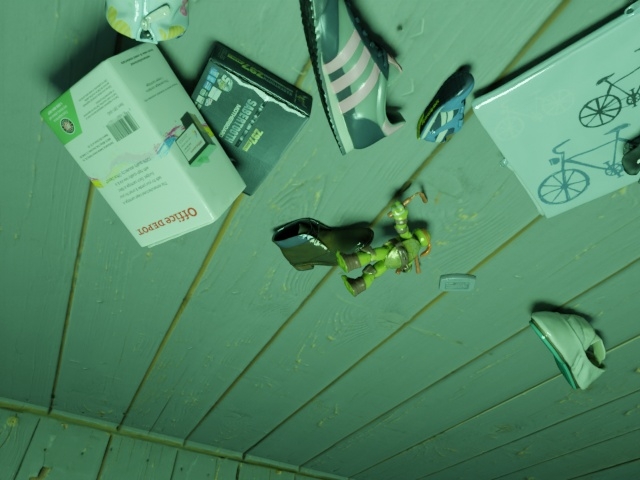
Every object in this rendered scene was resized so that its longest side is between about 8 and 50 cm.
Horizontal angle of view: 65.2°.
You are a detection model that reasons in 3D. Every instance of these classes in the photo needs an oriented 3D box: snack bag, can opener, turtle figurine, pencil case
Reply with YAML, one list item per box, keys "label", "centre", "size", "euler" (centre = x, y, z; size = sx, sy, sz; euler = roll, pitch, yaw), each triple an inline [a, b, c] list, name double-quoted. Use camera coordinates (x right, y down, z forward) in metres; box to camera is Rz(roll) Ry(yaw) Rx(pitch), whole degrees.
- label: "snack bag"
  centre: [0.456, -0.198, 0.831]
  size: [0.323, 0.037, 0.342]
  euler: [-28, 129, 32]
- label: "can opener"
  centre: [0.535, -0.176, 0.785]
  size: [0.073, 0.059, 0.186]
  euler: [22, 132, 20]
- label: "turtle figurine"
  centre: [0.148, 0.035, 1.032]
  size: [0.217, 0.087, 0.270]
  euler: [-27, 144, -10]
- label: "pencil case"
  centre: [-0.216, -0.391, 0.621]
  size: [0.113, 0.124, 0.273]
  euler: [13, 138, -8]

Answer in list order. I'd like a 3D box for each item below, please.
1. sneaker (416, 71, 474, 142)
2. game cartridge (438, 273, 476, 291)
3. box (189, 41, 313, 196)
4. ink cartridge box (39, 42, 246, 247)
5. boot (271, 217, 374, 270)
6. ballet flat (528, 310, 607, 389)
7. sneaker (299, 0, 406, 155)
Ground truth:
- label: "sneaker"
  centre: [0.215, -0.216, 0.827]
  size: [0.059, 0.053, 0.144]
  euler: [18, 146, -13]
- label: "game cartridge"
  centre: [0.329, 0.102, 1.204]
  size: [0.083, 0.017, 0.056]
  euler: [0, 142, 6]
- label: "box"
  centre: [-0.149, -0.199, 0.880]
  size: [0.183, 0.059, 0.232]
  euler: [25, 136, -22]
- label: "ink cartridge box"
  centre: [-0.288, -0.147, 0.833]
  size: [0.201, 0.117, 0.278]
  euler: [-16, 115, 35]
- label: "boot"
  centre: [0.000, 0.000, 1.076]
  size: [0.219, 0.082, 0.106]
  euler: [-20, 136, 29]
- label: "ballet flat"
  centre: [0.650, 0.264, 1.289]
  size: [0.139, 0.139, 0.400]
  euler: [-20, 137, 27]
- label: "sneaker"
  centre: [0.052, -0.280, 0.750]
  size: [0.131, 0.112, 0.319]
  euler: [-18, 139, 1]
